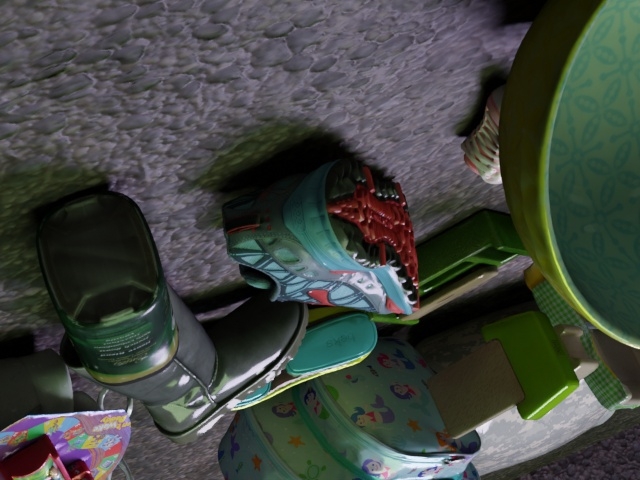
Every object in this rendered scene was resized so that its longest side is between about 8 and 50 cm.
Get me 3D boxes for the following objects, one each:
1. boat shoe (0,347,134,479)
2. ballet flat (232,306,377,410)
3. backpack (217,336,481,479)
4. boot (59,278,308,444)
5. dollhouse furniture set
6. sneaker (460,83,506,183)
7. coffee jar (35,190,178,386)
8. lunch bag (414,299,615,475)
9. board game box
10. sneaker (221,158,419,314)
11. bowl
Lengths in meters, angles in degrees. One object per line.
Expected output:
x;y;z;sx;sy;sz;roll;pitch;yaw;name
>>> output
-0.235;0.186;1.418;0.156;0.136;0.367;-22;153;-13;boat shoe
-0.056;0.109;1.493;0.231;0.077;0.077;-13;-170;-28;ballet flat
0.028;0.223;1.686;0.253;0.225;0.191;-5;133;-34;backpack
-0.108;0.071;1.316;0.190;0.076;0.208;-49;145;-12;boot
0.201;0.102;1.573;0.151;0.198;0.301;-32;160;24;dollhouse furniture set
0.138;-0.076;1.212;0.070;0.051;0.134;-33;165;14;sneaker
-0.147;0.040;1.123;0.079;0.096;0.184;-18;162;-7;coffee jar
0.224;0.168;1.850;0.235;0.169;0.287;-17;166;-17;lunch bag
-0.220;0.196;1.281;0.168;0.033;0.133;3;130;-49;board game box
0.000;0.000;1.237;0.125;0.104;0.262;-9;162;16;sneaker
0.222;-0.086;1.064;0.289;0.289;0.156;-15;-156;-23;bowl
